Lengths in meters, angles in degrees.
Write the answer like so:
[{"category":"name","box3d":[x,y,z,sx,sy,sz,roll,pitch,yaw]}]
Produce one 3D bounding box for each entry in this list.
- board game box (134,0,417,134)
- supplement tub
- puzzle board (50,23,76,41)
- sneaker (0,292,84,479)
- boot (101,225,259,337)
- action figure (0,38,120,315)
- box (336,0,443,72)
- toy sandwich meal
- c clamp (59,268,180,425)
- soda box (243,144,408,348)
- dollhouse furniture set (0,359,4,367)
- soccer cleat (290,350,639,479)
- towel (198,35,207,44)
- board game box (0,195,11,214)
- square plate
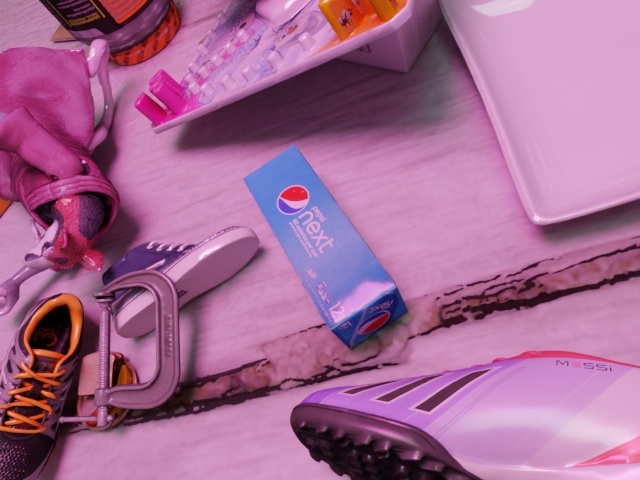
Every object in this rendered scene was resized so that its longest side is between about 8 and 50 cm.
[{"category":"board game box","box3d":[-0.036,-0.332,0.580,0.390,0.050,0.389,-7,53,39]},{"category":"supplement tub","box3d":[-0.366,-0.439,0.700,0.194,0.316,0.193,-9,60,16]},{"category":"puzzle board","box3d":[-0.478,-0.449,0.929,0.097,0.011,0.128,7,66,25]},{"category":"sneaker","box3d":[-0.304,0.151,0.487,0.083,0.084,0.214,-32,49,43]},{"category":"boot","box3d":[-0.165,0.023,0.524,0.190,0.069,0.086,-34,63,2]},{"category":"action figure","box3d":[-0.339,-0.082,0.606,0.276,0.248,0.370,-24,53,-32]},{"category":"box","box3d":[0.089,-0.321,0.598,0.130,0.091,0.170,24,74,30]},{"category":"toy sandwich meal","box3d":[-0.237,0.161,0.502,0.086,0.029,0.085,-9,61,16]},{"category":"c clamp","box3d":[-0.205,0.109,0.472,0.137,0.022,0.160,-1,80,15]},{"category":"soda box","box3d":[0.000,0.000,0.476,0.071,0.067,0.210,-34,57,1]},{"category":"dollhouse furniture set","box3d":[-0.437,0.181,0.490,0.182,0.161,0.101,-15,59,14]},{"category":"soccer cleat","box3d":[0.134,0.135,0.346,0.319,0.108,0.116,-2,43,22]},{"category":"towel","box3d":[-0.154,-0.337,0.747,0.083,0.009,0.060,-47,57,-7]},{"category":"board game box","box3d":[-0.549,-0.075,0.743,0.124,0.039,0.259,22,75,28]},{"category":"square plate","box3d":[0.332,-0.196,0.465,0.348,0.049,0.343,-16,59,12]}]
